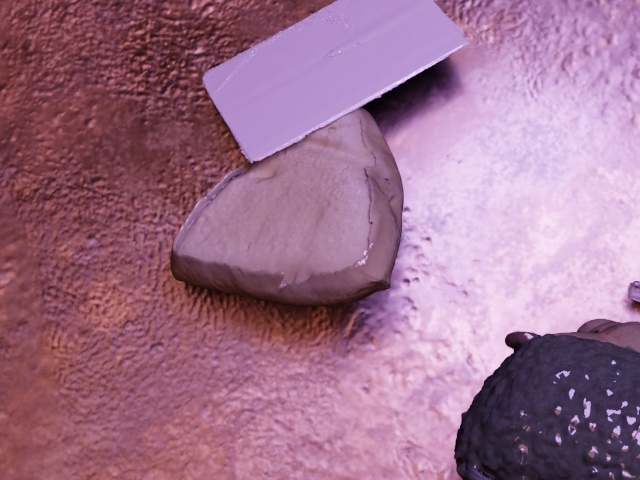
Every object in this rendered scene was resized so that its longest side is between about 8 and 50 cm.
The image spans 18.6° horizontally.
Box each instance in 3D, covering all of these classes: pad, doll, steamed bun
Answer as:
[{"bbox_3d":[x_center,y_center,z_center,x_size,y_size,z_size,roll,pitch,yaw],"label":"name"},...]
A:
[{"bbox_3d":[0.010,-0.168,1.820,0.232,0.004,0.156,-29,43,-2],"label":"pad"},{"bbox_3d":[0.293,0.188,1.662,0.349,0.247,0.247,16,79,14],"label":"doll"},{"bbox_3d":[0.003,-0.024,1.775,0.231,0.110,0.212,9,59,36],"label":"steamed bun"}]

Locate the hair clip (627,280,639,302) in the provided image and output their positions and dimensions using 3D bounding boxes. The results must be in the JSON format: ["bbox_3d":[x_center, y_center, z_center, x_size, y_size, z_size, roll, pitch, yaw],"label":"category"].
[{"bbox_3d":[0.377,0.082,1.759,0.214,0.056,0.062,24,64,1],"label":"hair clip"}]
